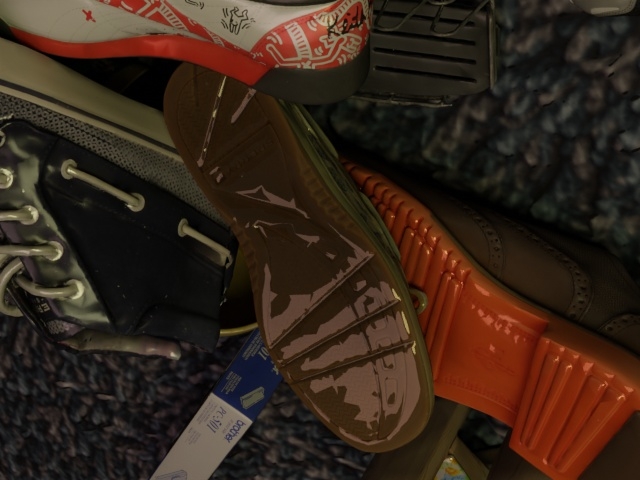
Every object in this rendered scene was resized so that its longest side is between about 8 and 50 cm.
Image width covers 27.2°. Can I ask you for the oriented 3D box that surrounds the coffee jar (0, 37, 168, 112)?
[{"bbox_3d":[-0.200,-0.119,1.002,0.184,0.079,0.096,34,129,3],"label":"coffee jar"}]

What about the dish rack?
[{"bbox_3d":[0.011,-0.195,0.815,0.208,0.074,0.272,12,132,24],"label":"dish rack"}]

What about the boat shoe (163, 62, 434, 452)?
[{"bbox_3d":[0.000,0.000,0.874,0.104,0.089,0.285,-26,89,23],"label":"boat shoe"}]

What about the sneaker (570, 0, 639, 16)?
[{"bbox_3d":[0.240,-0.141,0.718,0.214,0.084,0.083,-2,130,31],"label":"sneaker"}]

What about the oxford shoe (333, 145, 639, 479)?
[{"bbox_3d":[0.120,0.040,0.918,0.363,0.132,0.130,39,132,26],"label":"oxford shoe"}]

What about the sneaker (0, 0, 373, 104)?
[{"bbox_3d":[-0.096,-0.178,0.784,0.270,0.090,0.145,15,135,16],"label":"sneaker"}]

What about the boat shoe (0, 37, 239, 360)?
[{"bbox_3d":[-0.191,-0.023,0.846,0.340,0.158,0.127,17,157,-34],"label":"boat shoe"}]

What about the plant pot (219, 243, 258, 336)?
[{"bbox_3d":[-0.081,0.019,1.026,0.134,0.134,0.095,32,160,3],"label":"plant pot"}]

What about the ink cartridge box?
[{"bbox_3d":[-0.092,0.164,1.162,0.046,0.097,0.207,35,136,0],"label":"ink cartridge box"}]

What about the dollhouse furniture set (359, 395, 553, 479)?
[{"bbox_3d":[0.249,0.302,0.958,0.394,0.256,0.362,-19,114,40],"label":"dollhouse furniture set"}]
